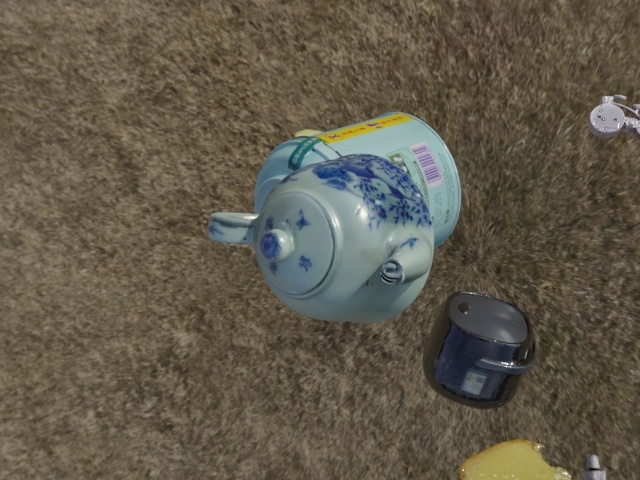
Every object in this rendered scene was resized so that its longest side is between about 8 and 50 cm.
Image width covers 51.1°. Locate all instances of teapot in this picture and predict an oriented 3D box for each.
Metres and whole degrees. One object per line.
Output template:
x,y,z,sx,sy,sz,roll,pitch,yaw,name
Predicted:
0.000,0.000,0.586,0.232,0.159,0.159,12,91,38,teapot

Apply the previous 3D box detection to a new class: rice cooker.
0.380,0.270,1.613,0.267,0.267,0.224,18,116,13,rice cooker

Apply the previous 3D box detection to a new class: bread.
0.278,0.379,0.959,0.160,0.169,0.140,-23,49,-18,bread

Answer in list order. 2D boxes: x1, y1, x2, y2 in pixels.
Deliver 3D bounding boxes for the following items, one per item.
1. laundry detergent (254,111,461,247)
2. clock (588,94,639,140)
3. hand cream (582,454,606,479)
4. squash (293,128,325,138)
0.052,-0.067,1.228,0.287,0.305,0.287,26,126,42,laundry detergent
0.602,-0.240,1.328,0.129,0.041,0.087,17,75,18,clock
0.650,0.646,1.605,0.084,0.050,0.257,14,79,-23,hand cream
-0.031,-0.149,1.622,0.094,0.094,0.224,14,115,13,squash
